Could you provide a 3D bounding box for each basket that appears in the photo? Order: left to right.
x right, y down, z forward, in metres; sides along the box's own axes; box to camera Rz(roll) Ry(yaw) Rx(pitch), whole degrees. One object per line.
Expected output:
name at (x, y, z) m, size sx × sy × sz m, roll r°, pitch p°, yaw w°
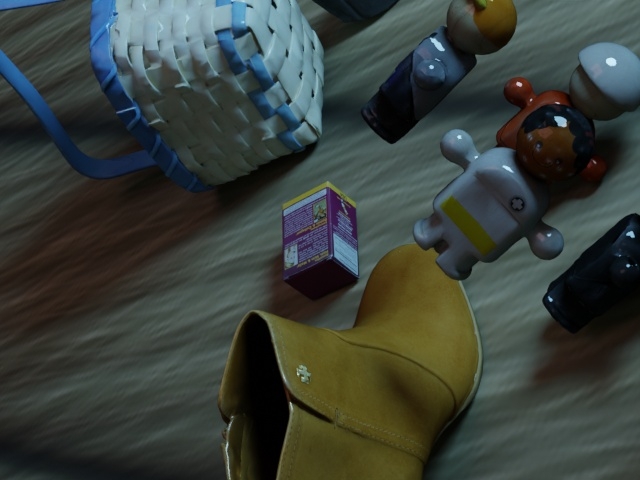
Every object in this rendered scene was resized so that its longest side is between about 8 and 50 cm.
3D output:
basket at (-0.153, -0.160, 1.286) m, size 0.289 × 0.255 × 0.201 m, roll -13°, pitch 54°, yaw 15°

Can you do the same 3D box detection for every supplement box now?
supplement box at (0.000, 0.000, 1.180) m, size 0.055 × 0.043 × 0.083 m, roll -25°, pitch 48°, yaw 29°

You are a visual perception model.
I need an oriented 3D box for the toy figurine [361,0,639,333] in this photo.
toy figurine at (0.155, -0.064, 0.949) m, size 0.148 × 0.209 × 0.213 m, roll -44°, pitch 42°, yaw 27°

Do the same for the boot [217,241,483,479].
boot at (0.020, 0.086, 0.973) m, size 0.104 × 0.211 × 0.295 m, roll -22°, pitch 50°, yaw 31°

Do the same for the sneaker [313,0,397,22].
sneaker at (0.064, -0.282, 1.308) m, size 0.178 × 0.072 × 0.077 m, roll -38°, pitch 31°, yaw 7°
